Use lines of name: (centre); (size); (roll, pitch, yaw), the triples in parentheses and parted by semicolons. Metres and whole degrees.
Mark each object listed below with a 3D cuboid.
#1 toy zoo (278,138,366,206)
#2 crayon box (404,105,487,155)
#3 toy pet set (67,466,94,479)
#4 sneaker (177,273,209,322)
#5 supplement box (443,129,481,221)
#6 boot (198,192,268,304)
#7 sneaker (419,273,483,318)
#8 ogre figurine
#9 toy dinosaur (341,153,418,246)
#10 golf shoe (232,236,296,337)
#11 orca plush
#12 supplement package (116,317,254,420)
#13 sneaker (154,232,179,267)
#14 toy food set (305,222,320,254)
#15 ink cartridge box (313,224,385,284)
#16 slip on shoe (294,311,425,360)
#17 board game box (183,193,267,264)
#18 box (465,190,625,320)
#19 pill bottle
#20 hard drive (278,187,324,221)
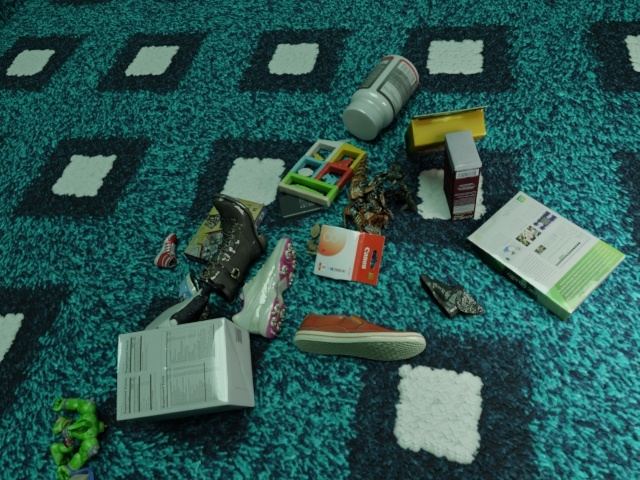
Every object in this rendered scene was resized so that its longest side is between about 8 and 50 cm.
toy zoo: (0.021, -0.242, 1.617); (0.192, 0.030, 0.293); (21, 57, 28)
crayon box: (0.361, -0.318, 1.457); (0.202, 0.318, 0.081); (-7, 93, 7)
toy pet set: (-0.574, 0.611, 1.174); (0.122, 0.065, 0.114); (-6, 90, 11)
sneaker: (-0.373, 0.177, 1.425); (0.073, 0.063, 0.162); (-35, 51, 11)
supplement box: (0.394, -0.176, 1.385); (0.073, 0.239, 0.130); (-8, 56, 6)
boot: (-0.268, 0.025, 1.389); (0.091, 0.263, 0.229); (0, 46, 42)
sneaker: (0.343, 0.140, 1.300); (0.089, 0.051, 0.170); (-29, 60, -9)
ogre figurine: (-0.611, 0.482, 1.234); (0.118, 0.097, 0.197); (-23, 43, 10)
toy dinosaur: (0.156, -0.136, 1.472); (0.218, 0.164, 0.321); (-19, 75, 18)
golf shoe: (-0.155, 0.119, 1.379); (0.140, 0.115, 0.306); (3, 56, 17)
orca plush: (-0.358, 0.216, 1.337); (0.287, 0.102, 0.151); (-39, 19, 13)
supplement package: (-0.320, 0.319, 1.195); (0.263, 0.199, 0.198); (-10, 68, 6)
sneaker: (-0.464, 0.034, 1.538); (0.067, 0.042, 0.118); (13, 67, 24)
toy food set: (0.000, 0.000, 1.484); (0.078, 0.019, 0.122); (10, 51, 17)
ink cartridge box: (0.078, 0.042, 1.382); (0.179, 0.045, 0.145); (11, 92, 21)
slip on shoe: (0.098, 0.235, 1.248); (0.331, 0.123, 0.101); (1, 53, 18)
board game box: (-0.296, -0.027, 1.546); (0.165, 0.042, 0.243); (16, 61, 21)
box: (0.591, 0.030, 1.320); (0.232, 0.058, 0.322); (-38, 56, -15)
pill bottle: (0.203, -0.485, 1.683); (0.161, 0.161, 0.283); (24, 64, 25)
hard drive: (-0.064, -0.116, 1.571); (0.135, 0.022, 0.094); (-14, 55, 2)
